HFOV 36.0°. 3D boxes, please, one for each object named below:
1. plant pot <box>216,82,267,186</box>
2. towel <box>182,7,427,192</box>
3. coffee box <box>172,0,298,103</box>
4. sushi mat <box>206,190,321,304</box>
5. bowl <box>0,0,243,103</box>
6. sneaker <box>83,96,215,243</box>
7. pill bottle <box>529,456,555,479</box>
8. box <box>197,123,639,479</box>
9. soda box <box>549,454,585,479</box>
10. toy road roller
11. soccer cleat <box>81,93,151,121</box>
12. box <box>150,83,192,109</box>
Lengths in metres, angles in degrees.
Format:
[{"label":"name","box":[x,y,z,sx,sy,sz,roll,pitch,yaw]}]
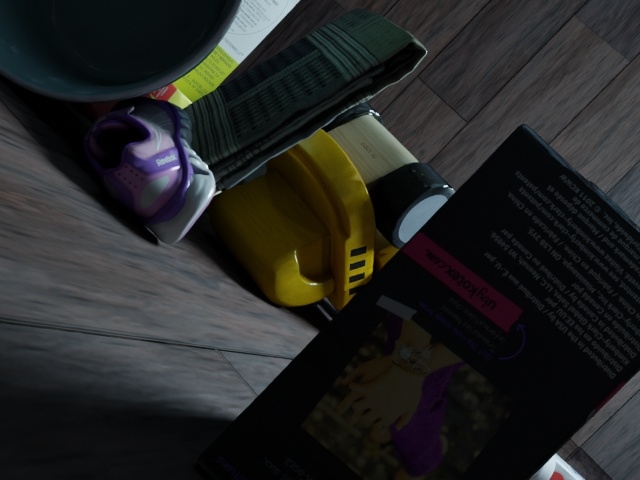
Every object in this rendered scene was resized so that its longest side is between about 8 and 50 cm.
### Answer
[{"label":"plant pot","box":[-0.073,-0.146,1.479,0.188,0.187,0.167,-141,-142,-62]},{"label":"towel","box":[-0.045,-0.156,1.128,0.056,0.312,0.324,59,3,-21]},{"label":"coffee box","box":[-0.268,-0.415,1.417,0.338,0.334,0.338,40,7,-37]},{"label":"sushi mat","box":[-0.119,-0.035,1.331,0.316,0.019,0.151,42,5,-23]},{"label":"bowl","box":[-0.214,-0.278,1.035,0.311,0.311,0.163,45,-3,6]},{"label":"sneaker","box":[-0.183,-0.094,0.963,0.104,0.095,0.236,31,13,-33]},{"label":"pill bottle","box":[0.231,0.257,1.301,0.169,0.094,0.094,42,6,-18]},{"label":"box","box":[0.081,0.081,0.614,0.143,0.270,0.165,45,6,9]},{"label":"soda box","box":[0.338,0.357,1.434,0.216,0.074,0.069,42,6,-23]},{"label":"toy road roller","box":[0.000,0.000,1.195,0.202,0.240,0.330,50,-24,31]},{"label":"soccer cleat","box":[-0.289,-0.217,1.164,0.248,0.083,0.095,47,-15,-8]},{"label":"box","box":[-0.226,-0.195,1.299,0.232,0.058,0.087,45,-6,-36]}]
